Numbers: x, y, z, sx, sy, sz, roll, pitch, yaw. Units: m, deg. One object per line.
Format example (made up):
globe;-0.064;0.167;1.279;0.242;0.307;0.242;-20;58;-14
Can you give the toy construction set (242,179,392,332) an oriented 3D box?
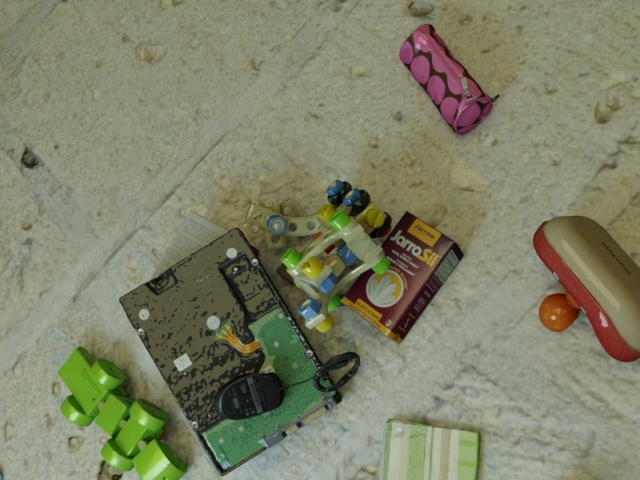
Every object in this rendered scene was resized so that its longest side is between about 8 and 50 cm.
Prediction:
toy construction set;0.000;0.000;1.148;0.215;0.151;0.327;-45;33;-1

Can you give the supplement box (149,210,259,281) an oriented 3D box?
supplement box;-0.228;0.075;1.268;0.114;0.111;0.220;26;85;26

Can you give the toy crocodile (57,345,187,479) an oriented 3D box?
toy crocodile;-0.367;0.315;1.260;0.340;0.105;0.115;33;88;32

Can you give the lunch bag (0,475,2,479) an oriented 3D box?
lunch bag;-0.660;0.490;1.339;0.071;0.053;0.083;-11;60;17

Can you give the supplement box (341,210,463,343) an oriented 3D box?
supplement box;0.136;0.061;1.144;0.104;0.081;0.188;35;88;27

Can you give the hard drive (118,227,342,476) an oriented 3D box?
hard drive;-0.148;0.181;1.152;0.237;0.064;0.339;-32;83;-3

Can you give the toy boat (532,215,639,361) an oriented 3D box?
toy boat;0.388;0.082;1.024;0.151;0.151;0.231;-52;57;34

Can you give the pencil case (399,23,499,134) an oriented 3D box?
pencil case;0.218;-0.290;1.216;0.095;0.098;0.209;-36;63;7

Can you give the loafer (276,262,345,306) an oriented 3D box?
loafer;-0.013;0.068;1.215;0.148;0.056;0.050;28;91;27

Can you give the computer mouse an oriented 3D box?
computer mouse;-0.052;0.225;1.100;0.242;0.041;0.071;-15;99;-8

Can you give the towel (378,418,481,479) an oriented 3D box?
towel;0.170;0.344;1.076;0.152;0.023;0.113;3;76;20
